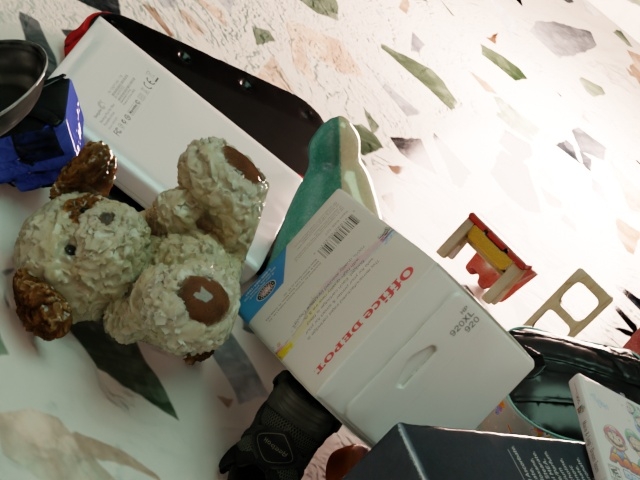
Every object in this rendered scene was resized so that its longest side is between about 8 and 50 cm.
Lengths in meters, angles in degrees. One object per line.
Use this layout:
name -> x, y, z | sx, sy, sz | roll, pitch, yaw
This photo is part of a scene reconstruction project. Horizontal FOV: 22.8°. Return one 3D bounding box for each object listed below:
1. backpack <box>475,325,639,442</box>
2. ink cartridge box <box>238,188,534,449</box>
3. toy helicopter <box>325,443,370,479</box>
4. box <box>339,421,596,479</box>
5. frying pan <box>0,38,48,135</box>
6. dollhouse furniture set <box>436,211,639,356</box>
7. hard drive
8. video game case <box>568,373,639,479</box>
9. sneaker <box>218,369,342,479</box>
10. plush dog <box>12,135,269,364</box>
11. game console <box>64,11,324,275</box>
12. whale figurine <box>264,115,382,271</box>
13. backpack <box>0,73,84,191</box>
backpack -> 0.250, 0.184, 1.681 | 0.188, 0.144, 0.166 | 21, 43, -20
ink cartridge box -> 0.058, 0.092, 1.566 | 0.168, 0.171, 0.232 | 43, 0, -30
toy helicopter -> 0.135, 0.198, 1.748 | 0.235, 0.140, 0.355 | 48, 33, -34
box -> 0.156, 0.345, 1.429 | 0.395, 0.293, 0.212 | 12, 40, -43
frying pan -> -0.398, -0.161, 1.644 | 0.326, 0.197, 0.053 | 30, -33, 50
dollhouse furniture set -> 0.347, 0.094, 2.082 | 0.374, 0.152, 0.201 | 46, 9, 12
hard drive -> -0.171, -0.106, 1.803 | 0.307, 0.040, 0.203 | 39, 35, -11
video game case -> 0.306, 0.205, 1.474 | 0.157, 0.019, 0.143 | 27, 31, -24
sneaker -> -0.042, 0.204, 1.606 | 0.087, 0.130, 0.227 | 38, 2, 2
plush dog -> -0.192, 0.024, 1.584 | 0.225, 0.211, 0.262 | 17, 48, -6
game console -> -0.133, -0.100, 1.927 | 0.386, 0.060, 0.342 | 22, 41, -31
whale figurine -> 0.000, 0.000, 1.771 | 0.141, 0.272, 0.216 | -5, 3, -4
backpack -> -0.309, -0.102, 1.651 | 0.098, 0.120, 0.101 | -96, 174, -57
